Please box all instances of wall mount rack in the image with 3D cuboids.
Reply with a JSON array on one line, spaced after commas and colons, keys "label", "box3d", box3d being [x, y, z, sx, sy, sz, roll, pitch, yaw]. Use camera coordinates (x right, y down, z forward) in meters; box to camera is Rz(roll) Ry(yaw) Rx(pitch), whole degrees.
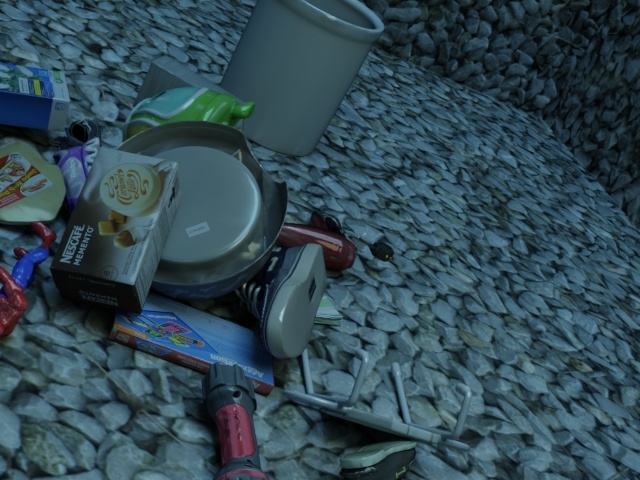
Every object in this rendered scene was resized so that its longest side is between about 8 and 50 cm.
[{"label": "wall mount rack", "box3d": [0.093, 0.255, 1.748, 0.350, 0.130, 0.304, 21, -10, -21]}]

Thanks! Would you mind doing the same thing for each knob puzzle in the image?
[{"label": "knob puzzle", "box3d": [-0.536, -0.084, 1.779, 0.213, 0.030, 0.213, 11, 43, -10]}]

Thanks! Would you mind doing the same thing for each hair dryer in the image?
[{"label": "hair dryer", "box3d": [0.000, 0.000, 2.223, 0.223, 0.080, 0.293, 28, 13, 38]}]

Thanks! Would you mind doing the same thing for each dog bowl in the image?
[{"label": "dog bowl", "box3d": [-0.229, -0.047, 1.797, 0.348, 0.102, 0.349, 0, 58, -1]}]

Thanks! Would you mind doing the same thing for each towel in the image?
[{"label": "towel", "box3d": [-0.030, 0.109, 2.004, 0.113, 0.023, 0.152, 10, 31, -39]}]

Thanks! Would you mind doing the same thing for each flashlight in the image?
[{"label": "flashlight", "box3d": [-0.125, 0.293, 1.450, 0.103, 0.103, 0.304, 16, 29, -21]}]

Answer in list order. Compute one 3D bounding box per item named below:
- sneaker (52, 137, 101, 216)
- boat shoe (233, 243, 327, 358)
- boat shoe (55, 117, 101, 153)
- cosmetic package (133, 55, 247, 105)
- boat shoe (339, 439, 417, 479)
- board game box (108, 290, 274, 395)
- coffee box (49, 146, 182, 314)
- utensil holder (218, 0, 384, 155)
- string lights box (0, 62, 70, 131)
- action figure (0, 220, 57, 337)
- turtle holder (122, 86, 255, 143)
[{"label": "sneaker", "box3d": [-0.450, -0.089, 1.857, 0.104, 0.095, 0.236, -5, 48, -6]}, {"label": "boat shoe", "box3d": [-0.095, 0.109, 1.809, 0.158, 0.127, 0.340, -4, 20, 14]}, {"label": "boat shoe", "box3d": [-0.486, -0.214, 2.077, 0.075, 0.065, 0.206, 25, 24, -8]}, {"label": "cosmetic package", "box3d": [-0.309, -0.325, 2.416, 0.238, 0.127, 0.107, 31, 24, 0]}, {"label": "boat shoe", "box3d": [0.095, 0.360, 1.604, 0.227, 0.081, 0.069, 5, 77, -63]}, {"label": "board game box", "box3d": [-0.210, 0.163, 1.696, 0.281, 0.027, 0.145, 23, 23, -15]}, {"label": "coffee box", "box3d": [-0.328, -0.018, 1.657, 0.141, 0.098, 0.246, 12, 57, 5]}, {"label": "utensil holder", "box3d": [-0.068, -0.460, 2.624, 0.327, 0.385, 0.327, 25, 24, -12]}, {"label": "string lights box", "box3d": [-0.637, -0.291, 2.002, 0.259, 0.077, 0.133, 5, 33, -25]}, {"label": "action figure", "box3d": [-0.494, 0.051, 1.528, 0.139, 0.091, 0.280, 28, 22, -19]}, {"label": "turtle holder", "box3d": [-0.290, -0.177, 2.075, 0.227, 0.243, 0.320, 19, 62, 13]}]
